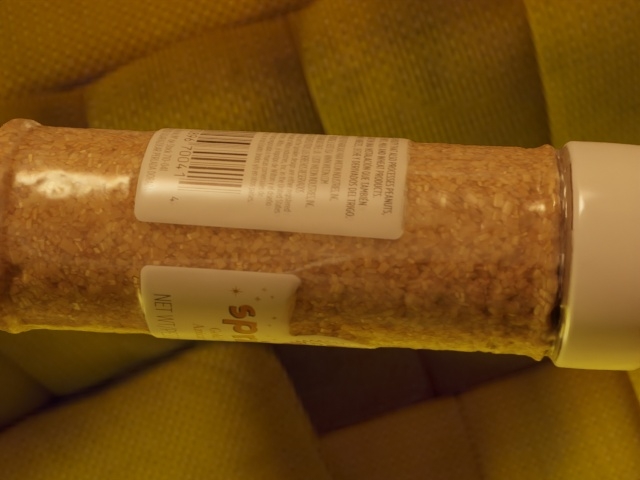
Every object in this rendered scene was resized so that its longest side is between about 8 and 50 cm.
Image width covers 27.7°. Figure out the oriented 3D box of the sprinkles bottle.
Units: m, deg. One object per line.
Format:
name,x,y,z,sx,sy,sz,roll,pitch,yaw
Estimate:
sprinkles bottle,0.000,0.000,0.704,0.355,0.121,0.121,3,150,5
